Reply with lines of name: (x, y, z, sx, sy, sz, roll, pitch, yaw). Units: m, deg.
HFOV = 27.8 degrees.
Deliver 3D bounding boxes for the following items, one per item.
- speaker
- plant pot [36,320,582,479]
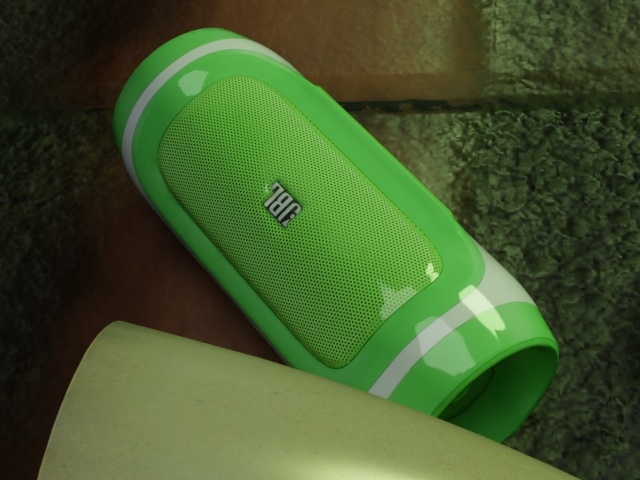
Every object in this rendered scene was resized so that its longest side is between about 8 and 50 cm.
speaker: (0.000, 0.000, 0.756, 0.131, 0.131, 0.296, -35, 58, -14)
plant pot: (0.026, 0.180, 0.579, 0.274, 0.256, 0.256, 7, 58, 3)
